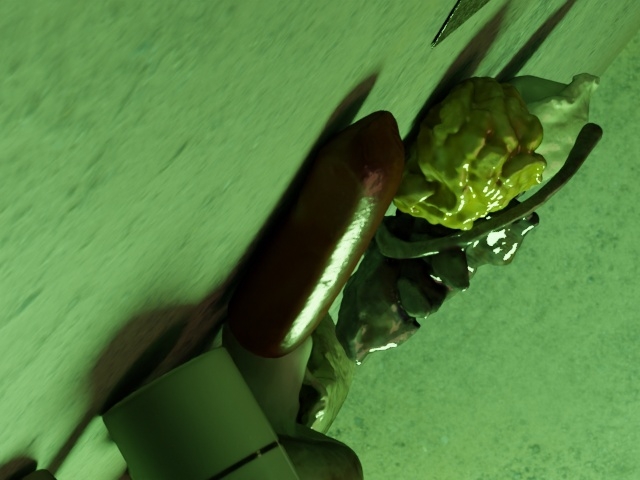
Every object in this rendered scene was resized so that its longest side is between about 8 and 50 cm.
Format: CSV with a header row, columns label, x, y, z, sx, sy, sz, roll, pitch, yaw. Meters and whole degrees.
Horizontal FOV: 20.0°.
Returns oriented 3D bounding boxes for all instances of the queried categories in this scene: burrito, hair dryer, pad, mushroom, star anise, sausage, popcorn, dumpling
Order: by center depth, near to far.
label,x,y,z,sx,sy,sz,roll,pitch,yaw
sausage,0.000,0.000,1.621,0.089,0.083,0.300,-26,157,-42
hair dryer,-0.183,0.265,1.625,0.362,0.203,0.128,-32,175,20
pad,0.189,-0.273,1.668,0.235,0.003,0.158,-43,170,-43
mushroom,-0.062,0.188,1.771,0.243,0.243,0.243,-48,172,-9
popcorn,0.167,-0.092,1.950,0.163,0.140,0.194,-35,167,-42
burrito,-0.047,0.179,2.056,0.190,0.135,0.332,-54,174,10
star anise,0.135,-0.010,2.113,0.359,0.139,0.316,-48,-158,-17
dumpling,0.254,-0.134,2.276,0.250,0.132,0.162,-33,179,-7

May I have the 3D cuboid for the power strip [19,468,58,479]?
label,x,y,z,sx,sy,sz,roll,pitch,yaw
power strip,-0.252,0.262,1.474,0.154,0.078,0.154,-45,171,-9
